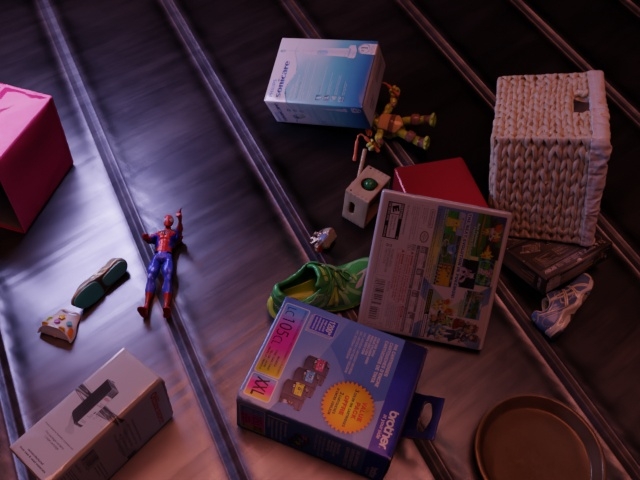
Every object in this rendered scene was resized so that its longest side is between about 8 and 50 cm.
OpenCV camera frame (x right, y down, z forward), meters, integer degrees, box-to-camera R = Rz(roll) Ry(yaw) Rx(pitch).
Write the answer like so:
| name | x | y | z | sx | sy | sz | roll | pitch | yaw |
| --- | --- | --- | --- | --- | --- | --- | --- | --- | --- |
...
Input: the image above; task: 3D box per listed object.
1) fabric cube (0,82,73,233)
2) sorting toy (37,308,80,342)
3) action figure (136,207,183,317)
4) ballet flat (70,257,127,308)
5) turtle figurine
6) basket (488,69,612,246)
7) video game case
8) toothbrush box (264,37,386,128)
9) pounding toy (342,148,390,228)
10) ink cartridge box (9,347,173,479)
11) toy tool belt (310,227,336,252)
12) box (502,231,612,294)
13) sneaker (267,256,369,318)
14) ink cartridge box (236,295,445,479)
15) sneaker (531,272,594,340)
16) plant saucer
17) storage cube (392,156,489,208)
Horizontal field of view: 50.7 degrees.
| name | x | y | z | sx | sy | sz | roll | pitch | yaw |
| --- | --- | --- | --- | --- | --- | --- | --- | --- | --- |
| fabric cube | -0.819 | -0.217 | 1.689 | 0.259 | 0.254 | 0.258 | 15 | 55 | 7 |
| sorting toy | -0.593 | 0.187 | 1.552 | 0.083 | 0.045 | 0.075 | 15 | 35 | 7 |
| action figure | -0.383 | 0.031 | 1.619 | 0.091 | 0.139 | 0.280 | 2 | 52 | -4 |
| ballet flat | -0.532 | 0.102 | 1.613 | 0.052 | 0.057 | 0.168 | 13 | 45 | 40 |
| turtle figurine | 0.210 | -0.319 | 1.941 | 0.217 | 0.087 | 0.270 | 16 | 70 | 16 |
| basket | 0.566 | -0.213 | 1.695 | 0.266 | 0.331 | 0.328 | 4 | 43 | 15 |
| video game case | 0.259 | 0.068 | 1.562 | 0.299 | 0.329 | 0.036 | 11 | 9 | 4 |
| toothbrush box | 0.015 | -0.448 | 1.921 | 0.295 | 0.126 | 0.216 | 7 | 72 | 18 |
| pounding toy | 0.114 | -0.136 | 1.767 | 0.100 | 0.141 | 0.130 | 31 | 58 | 18 |
| ink cartridge box | -0.435 | 0.371 | 1.326 | 0.114 | 0.197 | 0.273 | 36 | 59 | 20 |
| toy tool belt | 0.000 | 0.000 | 1.725 | 0.051 | 0.052 | 0.083 | 7 | 43 | 41 |
| box | 0.585 | 0.022 | 1.712 | 0.231 | 0.056 | 0.183 | -25 | 43 | -20 |
| sneaker | 0.018 | 0.107 | 1.595 | 0.295 | 0.123 | 0.109 | -20 | 58 | -18 |
| ink cartridge box | 0.055 | 0.320 | 1.433 | 0.395 | 0.151 | 0.270 | 20 | 55 | 8 |
| sneaker | 0.591 | 0.144 | 1.638 | 0.081 | 0.080 | 0.211 | 37 | 59 | 17 |
| plant saucer | 0.459 | 0.458 | 1.426 | 0.277 | 0.041 | 0.278 | 2 | 54 | -3 |
| storage cube | 0.292 | -0.070 | 1.708 | 0.214 | 0.184 | 0.193 | -11 | 54 | -11 |
